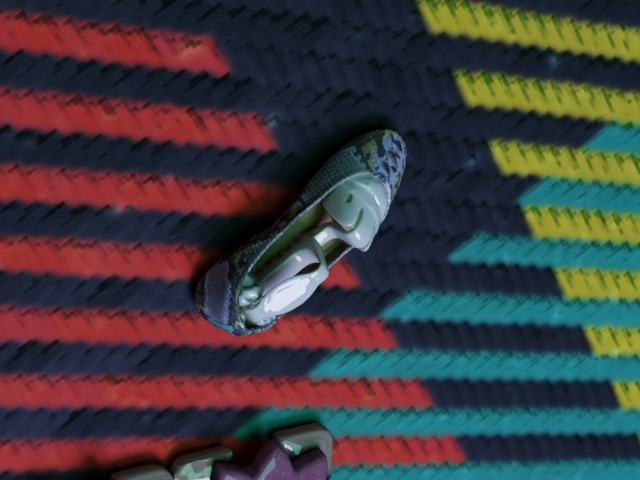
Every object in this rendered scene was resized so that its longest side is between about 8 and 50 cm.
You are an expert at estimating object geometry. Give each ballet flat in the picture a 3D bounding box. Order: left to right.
[{"bbox_3d":[0.000,0.000,0.731,0.114,0.041,0.041,-42,127,-9],"label":"ballet flat"}]

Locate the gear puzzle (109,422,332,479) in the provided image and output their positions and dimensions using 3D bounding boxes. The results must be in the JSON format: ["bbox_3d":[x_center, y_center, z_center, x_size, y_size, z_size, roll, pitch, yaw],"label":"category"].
[{"bbox_3d":[-0.067,0.253,0.804,0.175,0.044,0.339,-11,117,-27],"label":"gear puzzle"}]
